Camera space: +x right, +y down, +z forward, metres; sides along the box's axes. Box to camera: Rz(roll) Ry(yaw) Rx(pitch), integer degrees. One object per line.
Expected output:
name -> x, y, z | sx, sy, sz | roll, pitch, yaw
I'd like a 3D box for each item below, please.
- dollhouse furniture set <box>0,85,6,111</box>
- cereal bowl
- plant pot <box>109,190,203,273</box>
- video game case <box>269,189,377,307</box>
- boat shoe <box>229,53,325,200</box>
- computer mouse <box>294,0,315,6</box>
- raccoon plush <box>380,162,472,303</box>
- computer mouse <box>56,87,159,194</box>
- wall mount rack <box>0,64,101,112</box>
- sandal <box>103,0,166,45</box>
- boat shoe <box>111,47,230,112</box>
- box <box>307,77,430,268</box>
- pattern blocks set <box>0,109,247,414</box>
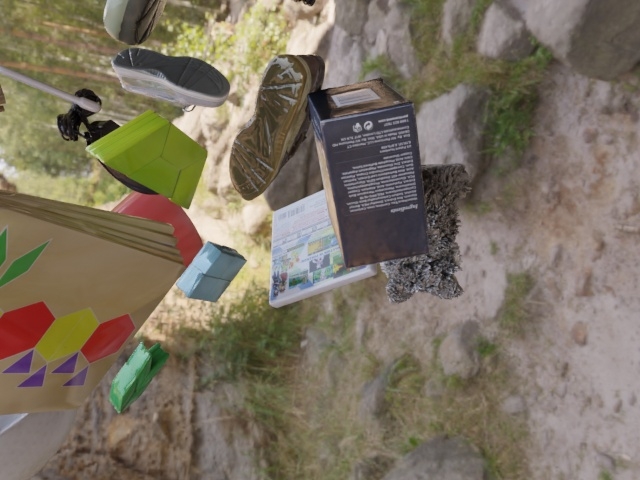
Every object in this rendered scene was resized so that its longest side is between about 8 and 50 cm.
dollhouse furniture set -> -0.813, -0.371, 1.323 | 0.355, 0.174, 0.303 | 67, 155, 10
cereal bowl -> -0.517, 0.296, 0.895 | 0.339, 0.339, 0.141 | -105, 0, -70
plant pot -> -0.480, 0.027, 1.576 | 0.243, 0.275, 0.274 | -41, -16, -32
video game case -> 0.000, 0.000, 1.621 | 0.329, 0.036, 0.299 | -21, 54, 31
boat shoe -> -0.051, -0.138, 0.771 | 0.080, 0.073, 0.223 | 48, 136, 19
computer mouse -> -0.034, -0.471, 0.862 | 0.184, 0.060, 0.261 | -111, 25, -47
raccoon plush -> 0.152, 0.010, 1.176 | 0.447, 0.216, 0.298 | -16, -75, -58
computer mouse -> -0.416, -0.180, 1.258 | 0.072, 0.272, 0.188 | -40, 29, 23
wall mount rack -> -0.570, -0.199, 1.027 | 0.130, 0.304, 0.349 | -50, -15, -84
sandal -> -0.168, -0.308, 0.589 | 0.120, 0.086, 0.302 | 121, 161, -45
boat shoe -> -0.366, -0.388, 1.508 | 0.103, 0.321, 0.118 | 89, -158, -51
box -> 0.048, -0.077, 0.653 | 0.156, 0.093, 0.158 | -104, 2, -67
pattern blocks set -> -0.172, 0.044, 0.363 | 0.285, 0.026, 0.325 | -49, -23, -5
